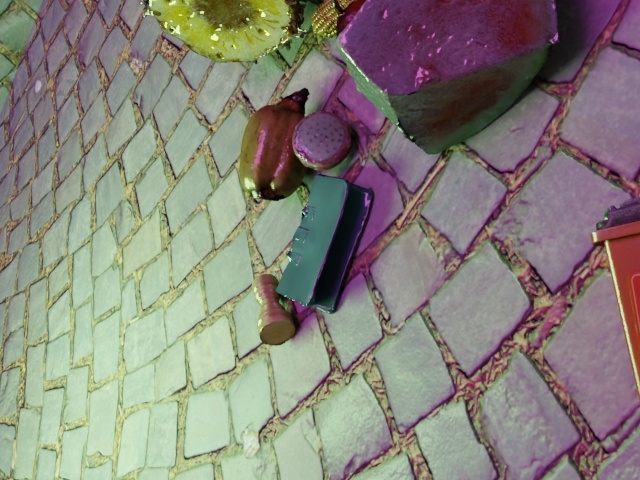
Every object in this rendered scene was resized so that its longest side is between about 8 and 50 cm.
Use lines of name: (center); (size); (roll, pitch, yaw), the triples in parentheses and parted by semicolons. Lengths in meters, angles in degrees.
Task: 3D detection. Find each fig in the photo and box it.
fig: (0.073, -0.336, 1.550); (0.128, 0.150, 0.128); (3, 94, 53)

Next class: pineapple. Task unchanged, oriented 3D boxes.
pineapple: (-0.154, -0.528, 1.772); (0.352, 0.352, 0.300); (-15, 50, 49)

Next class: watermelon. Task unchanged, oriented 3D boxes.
watermelon: (0.140, -0.269, 1.332); (0.387, 0.258, 0.228); (-33, 67, 50)

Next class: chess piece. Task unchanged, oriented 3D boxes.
chess piece: (-0.087, 0.118, 1.656); (0.066, 0.066, 0.122); (-51, 38, 27)

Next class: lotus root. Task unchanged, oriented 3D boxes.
lotus root: (-0.075, -0.172, 1.699); (0.118, 0.125, 0.220); (-12, 62, 66)

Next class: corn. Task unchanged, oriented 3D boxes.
corn: (0.060, -0.423, 1.665); (0.207, 0.068, 0.068); (-33, 53, 39)

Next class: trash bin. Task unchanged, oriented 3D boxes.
trash bin: (0.399, 0.070, 0.977); (0.161, 0.185, 0.238); (-17, 75, 48)

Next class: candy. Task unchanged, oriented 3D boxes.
candy: (0.003, -0.170, 1.624); (0.103, 0.043, 0.103); (-2, 77, 10)

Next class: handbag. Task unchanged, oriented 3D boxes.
handbag: (0.000, 0.000, 1.595); (0.144, 0.057, 0.221); (23, 95, 57)
